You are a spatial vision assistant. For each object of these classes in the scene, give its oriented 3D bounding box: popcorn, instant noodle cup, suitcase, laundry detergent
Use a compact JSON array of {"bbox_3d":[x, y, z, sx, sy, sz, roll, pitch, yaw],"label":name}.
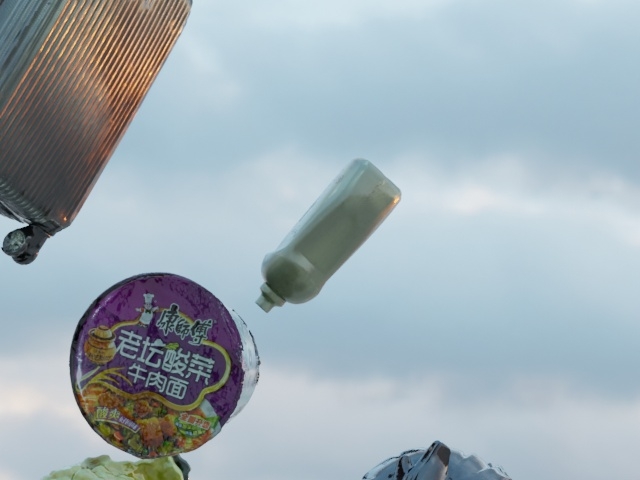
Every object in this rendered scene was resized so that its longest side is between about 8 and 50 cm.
[{"bbox_3d":[-0.349,0.477,2.419,0.292,0.293,0.237,4,10,4],"label":"popcorn"},{"bbox_3d":[-0.199,0.172,2.176,0.251,0.251,0.190,0,-4,13],"label":"instant noodle cup"},{"bbox_3d":[-0.251,-0.152,1.396,0.128,0.312,0.202,21,-15,29],"label":"suitcase"},{"bbox_3d":[0.000,0.000,2.214,0.091,0.253,0.181,42,0,-9],"label":"laundry detergent"}]

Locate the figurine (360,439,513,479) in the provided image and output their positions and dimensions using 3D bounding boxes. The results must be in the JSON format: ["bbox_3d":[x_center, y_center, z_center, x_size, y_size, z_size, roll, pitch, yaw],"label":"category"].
[{"bbox_3d":[0.115,0.316,1.377,0.281,0.167,0.370,-22,-45,-6],"label":"figurine"}]
